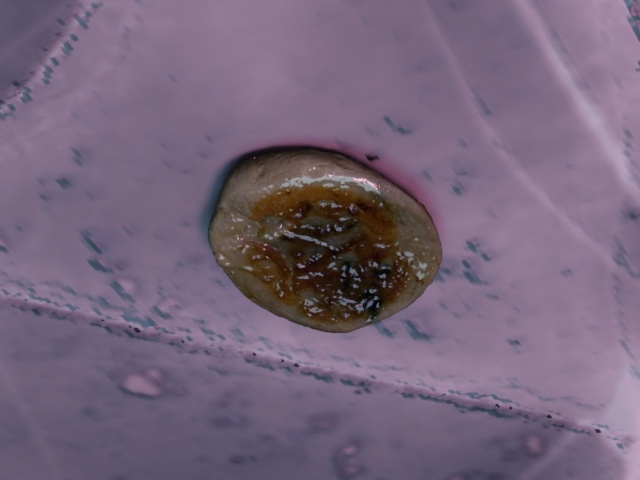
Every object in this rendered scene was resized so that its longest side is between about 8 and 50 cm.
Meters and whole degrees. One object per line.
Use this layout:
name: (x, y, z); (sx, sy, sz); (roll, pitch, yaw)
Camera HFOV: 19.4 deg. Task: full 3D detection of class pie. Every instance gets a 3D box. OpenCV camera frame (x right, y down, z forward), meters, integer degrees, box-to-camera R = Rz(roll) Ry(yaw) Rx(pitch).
pie: (0.000, 0.000, 0.647); (0.085, 0.017, 0.085); (3, 136, 3)
